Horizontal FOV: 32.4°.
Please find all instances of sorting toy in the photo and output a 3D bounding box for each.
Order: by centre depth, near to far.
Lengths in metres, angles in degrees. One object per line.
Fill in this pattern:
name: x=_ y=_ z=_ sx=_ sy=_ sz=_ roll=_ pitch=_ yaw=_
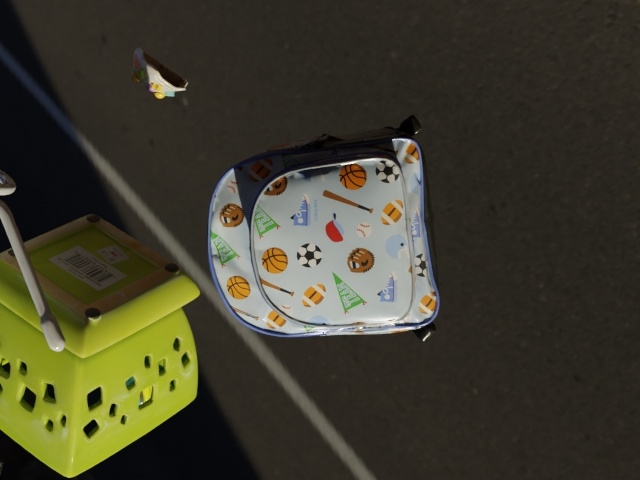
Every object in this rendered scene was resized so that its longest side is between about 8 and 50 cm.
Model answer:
sorting toy: x=-0.218 y=-0.223 z=1.516 sx=0.083 sy=0.045 sz=0.075 roll=32 pitch=176 yaw=-29

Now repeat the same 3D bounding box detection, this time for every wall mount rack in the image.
wall mount rack: x=-0.406 y=-0.005 z=1.088 sx=0.304 sy=0.350 sz=0.131 roll=28 pitch=101 yaw=17

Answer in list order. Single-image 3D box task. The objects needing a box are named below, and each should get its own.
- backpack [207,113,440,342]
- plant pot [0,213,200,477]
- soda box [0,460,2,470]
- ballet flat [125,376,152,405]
backpack: x=0.000 y=0.000 z=1.288 sx=0.213 sy=0.263 sz=0.277 roll=-12 pitch=-84 yaw=-81
plant pot: x=-0.289 y=0.109 z=1.340 sx=0.228 sy=0.227 sz=0.207 roll=31 pitch=126 yaw=25
soda box: x=-0.609 y=0.373 z=1.787 sx=0.060 sy=0.168 sz=0.053 roll=19 pitch=97 yaw=53
ballet flat: x=-0.297 y=0.166 z=1.821 sx=0.077 sy=0.077 sz=0.231 roll=10 pitch=112 yaw=53
